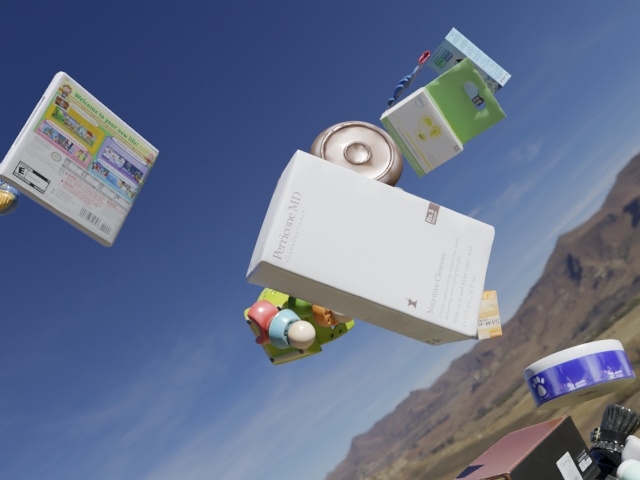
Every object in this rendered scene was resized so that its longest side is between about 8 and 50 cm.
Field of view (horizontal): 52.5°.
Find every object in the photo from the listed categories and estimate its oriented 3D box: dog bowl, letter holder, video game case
[{"bbox_3d":[0.686,0.361,1.727,0.265,0.104,0.265,-12,-27,-6],"label":"dog bowl"},{"bbox_3d":[0.471,0.562,1.526,0.302,0.152,0.214,-18,-13,-43],"label":"letter holder"},{"bbox_3d":[-0.375,-0.124,1.034,0.212,0.023,0.193,43,-121,-43],"label":"video game case"}]

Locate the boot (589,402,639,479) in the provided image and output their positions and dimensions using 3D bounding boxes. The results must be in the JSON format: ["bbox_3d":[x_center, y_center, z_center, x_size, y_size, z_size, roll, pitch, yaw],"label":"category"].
[{"bbox_3d":[0.856,0.604,1.873,0.260,0.131,0.348,-54,-9,-7],"label":"boot"}]

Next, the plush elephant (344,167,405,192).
[{"bbox_3d":[0.041,-0.020,1.691,0.272,0.255,0.330,3,-84,-48],"label":"plush elephant"}]

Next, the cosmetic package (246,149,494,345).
[{"bbox_3d":[0.087,0.023,1.138,0.156,0.385,0.217,141,146,-67],"label":"cosmetic package"}]

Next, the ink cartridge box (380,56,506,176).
[{"bbox_3d":[0.280,-0.279,1.485,0.235,0.171,0.056,-32,13,21],"label":"ink cartridge box"}]

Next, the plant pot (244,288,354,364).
[{"bbox_3d":[-0.074,0.232,1.924,0.227,0.228,0.207,-23,9,39],"label":"plant pot"}]

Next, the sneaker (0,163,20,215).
[{"bbox_3d":[-0.647,-0.086,1.184,0.131,0.296,0.112,67,-140,-56],"label":"sneaker"}]

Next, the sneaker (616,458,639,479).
[{"bbox_3d":[0.738,0.566,1.323,0.094,0.256,0.151,-53,8,3],"label":"sneaker"}]

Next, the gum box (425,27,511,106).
[{"bbox_3d":[0.370,-0.434,1.643,0.041,0.184,0.157,-51,2,-11],"label":"gum box"}]

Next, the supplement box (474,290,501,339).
[{"bbox_3d":[0.353,0.162,1.410,0.062,0.098,0.036,-8,0,-22],"label":"supplement box"}]

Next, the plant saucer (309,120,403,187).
[{"bbox_3d":[0.118,-0.273,2.111,0.311,0.310,0.050,-33,-20,-18],"label":"plant saucer"}]

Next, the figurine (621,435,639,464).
[{"bbox_3d":[0.749,0.593,1.511,0.209,0.092,0.215,-63,8,5],"label":"figurine"}]

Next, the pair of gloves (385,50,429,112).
[{"bbox_3d":[0.241,-0.446,1.849,0.198,0.023,0.159,-52,-3,-24],"label":"pair of gloves"}]

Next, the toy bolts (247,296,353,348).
[{"bbox_3d":[-0.039,0.137,1.442,0.228,0.158,0.218,-42,-52,-35],"label":"toy bolts"}]
